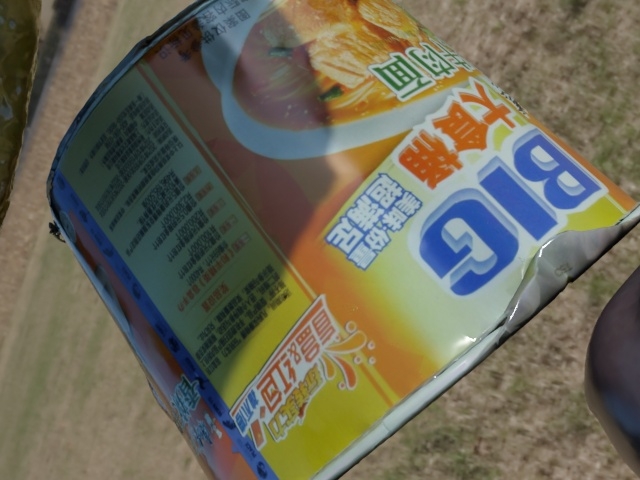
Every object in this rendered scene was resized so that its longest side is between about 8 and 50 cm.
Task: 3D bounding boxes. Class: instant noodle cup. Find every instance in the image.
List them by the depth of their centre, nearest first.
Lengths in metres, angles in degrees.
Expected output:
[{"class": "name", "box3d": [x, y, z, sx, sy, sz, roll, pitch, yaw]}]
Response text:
[{"class": "instant noodle cup", "box3d": [0.000, 0.000, 0.501, 0.296, 0.214, 0.296, -39, -11, -9]}]

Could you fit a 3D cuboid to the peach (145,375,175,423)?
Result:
[{"class": "peach", "box3d": [-0.084, 0.096, 0.828, 0.197, 0.197, 0.197, -52, 27, 42]}]

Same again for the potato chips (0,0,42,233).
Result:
[{"class": "potato chips", "box3d": [-0.240, -0.033, 0.581, 0.057, 0.080, 0.406, -107, 37, -78]}]

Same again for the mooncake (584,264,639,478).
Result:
[{"class": "mooncake", "box3d": [0.216, 0.014, 0.370, 0.133, 0.245, 0.244, 36, 113, 23]}]
